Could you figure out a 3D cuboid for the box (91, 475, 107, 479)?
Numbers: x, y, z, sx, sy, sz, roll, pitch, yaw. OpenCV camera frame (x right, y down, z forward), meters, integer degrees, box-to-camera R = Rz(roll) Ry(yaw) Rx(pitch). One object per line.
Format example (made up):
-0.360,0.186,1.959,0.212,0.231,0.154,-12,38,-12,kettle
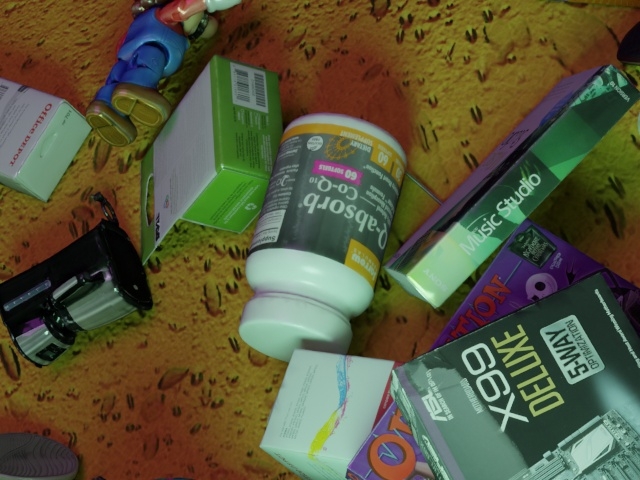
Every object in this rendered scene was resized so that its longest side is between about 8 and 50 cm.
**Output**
-0.181,0.449,1.598,0.097,0.395,0.318,24,77,37,box

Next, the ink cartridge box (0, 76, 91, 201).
-0.449,-0.153,2.336,0.191,0.082,0.139,21,75,37,ink cartridge box

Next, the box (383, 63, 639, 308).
0.209,-0.061,1.805,0.058,0.232,0.322,43,88,-4,box

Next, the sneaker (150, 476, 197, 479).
-0.209,0.390,1.825,0.178,0.124,0.295,21,66,33,sneaker

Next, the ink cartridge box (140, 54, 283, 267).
-0.150,-0.094,2.123,0.255,0.097,0.188,-47,38,45,ink cartridge box

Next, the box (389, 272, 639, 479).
0.243,0.217,1.583,0.243,0.076,0.307,-23,68,-10,box

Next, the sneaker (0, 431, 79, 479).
-0.416,0.315,2.042,0.222,0.118,0.083,0,38,0,sneaker

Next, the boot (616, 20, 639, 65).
0.445,-0.222,1.853,0.219,0.106,0.082,-8,58,61,boot

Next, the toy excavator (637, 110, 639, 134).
0.578,-0.137,1.616,0.445,0.222,0.433,-35,37,12,toy excavator

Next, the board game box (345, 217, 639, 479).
0.207,0.164,1.674,0.208,0.056,0.347,31,70,15,board game box

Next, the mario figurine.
-0.203,-0.272,2.237,0.198,0.170,0.320,5,56,20,mario figurine

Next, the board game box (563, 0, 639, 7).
0.401,-0.514,1.862,0.356,0.356,0.356,12,69,36,board game box

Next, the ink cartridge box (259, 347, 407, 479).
0.048,0.209,1.781,0.176,0.128,0.127,5,65,32,ink cartridge box

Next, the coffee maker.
-0.331,0.059,2.119,0.178,0.120,0.171,-28,42,14,coffee maker

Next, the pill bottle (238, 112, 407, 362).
0.000,0.000,1.917,0.162,0.162,0.278,-1,62,31,pill bottle

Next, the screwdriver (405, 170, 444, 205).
0.108,-0.088,2.004,0.025,0.024,0.170,-31,51,-27,screwdriver
